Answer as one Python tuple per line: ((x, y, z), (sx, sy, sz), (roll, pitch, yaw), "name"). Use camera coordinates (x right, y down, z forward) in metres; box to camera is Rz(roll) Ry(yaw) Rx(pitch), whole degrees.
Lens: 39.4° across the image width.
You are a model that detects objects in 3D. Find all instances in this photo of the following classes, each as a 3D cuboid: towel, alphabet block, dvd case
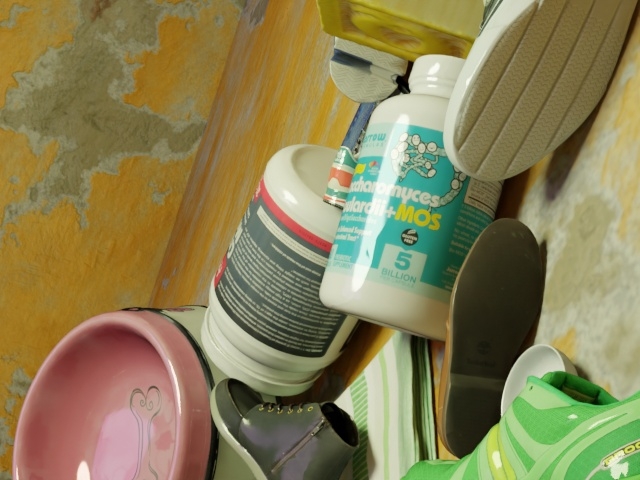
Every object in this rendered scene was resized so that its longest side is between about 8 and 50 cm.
((0.029, 0.260, 0.978), (0.248, 0.038, 0.325), (-88, 23, -43), "towel")
((0.114, -0.306, 0.951), (0.192, 0.193, 0.197), (6, -77, -85), "alphabet block")
((0.080, -0.135, 1.242), (0.180, 0.022, 0.253), (-64, 19, 19), "dvd case")

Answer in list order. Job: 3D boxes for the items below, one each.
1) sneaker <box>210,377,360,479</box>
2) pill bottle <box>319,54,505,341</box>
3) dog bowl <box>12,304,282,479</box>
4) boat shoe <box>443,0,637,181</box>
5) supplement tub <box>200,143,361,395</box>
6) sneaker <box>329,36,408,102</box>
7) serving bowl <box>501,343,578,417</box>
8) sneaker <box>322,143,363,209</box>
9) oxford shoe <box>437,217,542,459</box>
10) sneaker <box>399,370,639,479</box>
((-0.037, 0.202, 1.004), (0.118, 0.083, 0.222), (-57, 46, 13), "sneaker")
((0.101, -0.043, 0.881), (0.146, 0.146, 0.264), (177, 110, -71), "pill bottle")
((-0.248, 0.273, 1.187), (0.408, 0.150, 0.408), (-14, 67, 36), "dog bowl")
((0.205, -0.208, 0.797), (0.335, 0.121, 0.119), (-60, 23, 3), "boat shoe")
((-0.023, 0.037, 1.100), (0.191, 0.191, 0.272), (-99, 33, -56), "supplement tub")
((0.090, -0.350, 1.239), (0.315, 0.127, 0.182), (-64, 14, 9), "sneaker")
((0.174, 0.123, 0.690), (0.083, 0.027, 0.083), (-161, 90, -73), "serving bowl")
((0.074, -0.071, 0.979), (0.057, 0.161, 0.075), (23, 109, 47), "sneaker")
((0.137, 0.084, 0.778), (0.076, 0.076, 0.212), (130, 157, -78), "oxford shoe")
((0.157, 0.158, 0.603), (0.295, 0.109, 0.123), (-32, 34, 59), "sneaker")
